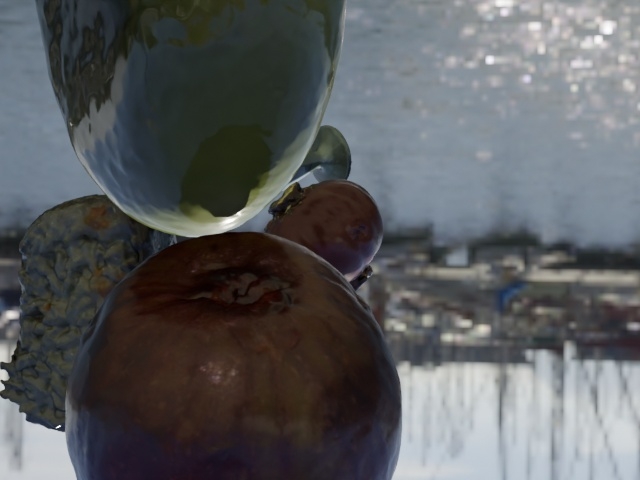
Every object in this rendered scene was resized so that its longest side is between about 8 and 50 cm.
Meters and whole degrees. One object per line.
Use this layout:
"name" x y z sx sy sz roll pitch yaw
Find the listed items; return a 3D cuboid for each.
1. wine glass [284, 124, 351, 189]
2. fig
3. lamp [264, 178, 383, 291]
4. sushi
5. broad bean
"wine glass" -0.048 -0.066 1.443 0.155 0.073 0.073 -10 -176 -39
"fig" -0.045 0.110 0.751 0.175 0.207 0.175 7 -155 -3
"lamp" 0.000 0.000 1.121 0.101 0.090 0.101 -40 -172 7
"sushi" -0.201 0.063 1.386 0.136 0.225 0.126 12 -178 13
"broad bean" -0.077 -0.147 0.796 0.119 0.291 0.238 -6 176 -37
